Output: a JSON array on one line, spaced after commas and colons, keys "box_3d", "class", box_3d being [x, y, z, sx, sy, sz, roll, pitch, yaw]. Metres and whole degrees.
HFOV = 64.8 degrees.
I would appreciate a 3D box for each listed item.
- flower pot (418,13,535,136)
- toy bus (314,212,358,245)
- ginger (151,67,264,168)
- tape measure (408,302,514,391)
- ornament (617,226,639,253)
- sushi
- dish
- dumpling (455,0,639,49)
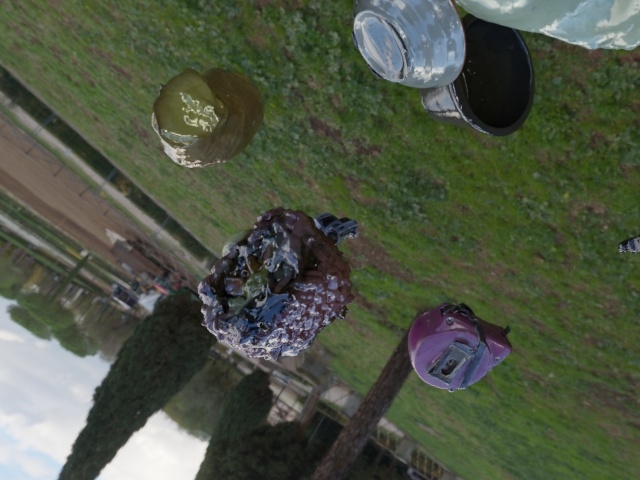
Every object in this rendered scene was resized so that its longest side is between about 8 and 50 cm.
[{"box_3d": [0.330, -0.354, 1.129, 0.269, 0.269, 0.166, 42, 159, -26], "class": "flower pot"}, {"box_3d": [0.000, 0.000, 1.029, 0.167, 0.073, 0.076, -45, 75, 38], "class": "toy bus"}, {"box_3d": [-0.180, -0.206, 0.841, 0.138, 0.267, 0.152, 29, 120, 1], "class": "ginger"}, {"box_3d": [0.186, 0.146, 0.702, 0.118, 0.125, 0.074, 26, -156, -10], "class": "tape measure"}, {"box_3d": [0.875, -0.011, 1.271, 0.260, 0.251, 0.106, 53, -162, -77], "class": "ornament"}, {"box_3d": [-0.091, 0.073, 0.900, 0.236, 0.270, 0.171, 52, -174, 29], "class": "sushi"}, {"box_3d": [0.133, -0.366, 0.909, 0.260, 0.085, 0.260, 44, 166, 14], "class": "dish"}, {"box_3d": [0.110, -0.193, 0.278, 0.219, 0.108, 0.152, 43, -178, 7], "class": "dumpling"}]
